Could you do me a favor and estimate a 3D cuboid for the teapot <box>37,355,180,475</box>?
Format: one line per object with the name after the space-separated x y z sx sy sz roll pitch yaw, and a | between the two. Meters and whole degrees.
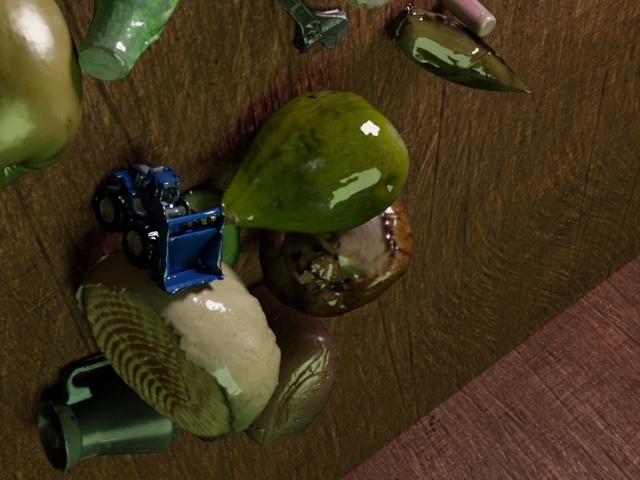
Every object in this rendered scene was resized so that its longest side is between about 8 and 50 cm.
-0.377 0.302 2.199 0.225 0.171 0.203 -14 112 -34 | teapot

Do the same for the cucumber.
-0.193 -0.001 2.063 0.115 0.063 0.244 -40 155 -20 | cucumber

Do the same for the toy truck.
-0.224 -0.027 1.808 0.113 0.208 0.126 -15 145 -45 | toy truck

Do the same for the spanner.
-0.038 -0.344 1.782 0.093 0.026 0.325 -45 154 5 | spanner

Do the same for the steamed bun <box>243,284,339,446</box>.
-0.115 0.247 2.387 0.199 0.251 0.301 -10 138 -31 | steamed bun

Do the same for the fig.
-0.025 -0.125 1.946 0.314 0.233 0.233 1 135 -32 | fig

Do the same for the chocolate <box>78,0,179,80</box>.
-0.194 -0.294 1.377 0.110 0.110 0.291 98 8 -54 | chocolate

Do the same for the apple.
-0.376 -0.168 1.312 0.262 0.262 0.262 -32 153 -19 | apple

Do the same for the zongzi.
0.225 -0.299 2.017 0.205 0.204 0.094 10 113 -58 | zongzi

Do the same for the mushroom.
0.023 -0.004 2.134 0.267 0.267 0.254 -33 161 -17 | mushroom

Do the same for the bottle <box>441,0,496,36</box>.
0.245 -0.379 2.041 0.045 0.096 0.045 -33 153 -20 | bottle

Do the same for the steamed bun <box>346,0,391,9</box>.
0.071 -0.412 1.736 0.182 0.106 0.183 -32 157 -16 | steamed bun

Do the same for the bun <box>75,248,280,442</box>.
-0.206 0.139 1.966 0.202 0.364 0.364 -46 159 -28 | bun
